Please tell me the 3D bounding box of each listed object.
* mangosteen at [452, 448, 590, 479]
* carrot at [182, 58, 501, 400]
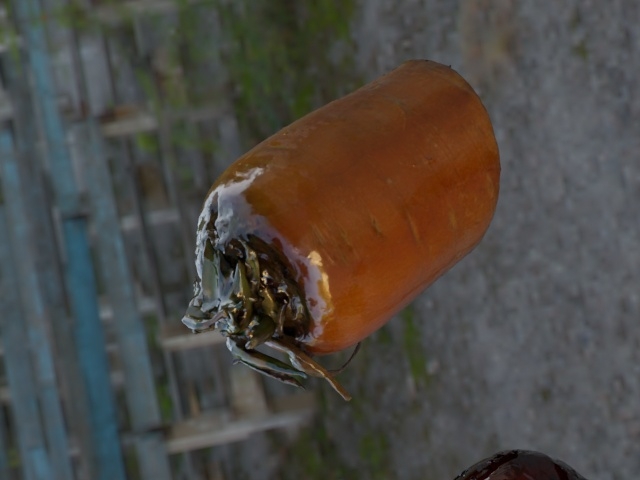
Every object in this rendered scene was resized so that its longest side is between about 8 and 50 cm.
[{"bbox_3d":[0.166,0.256,1.454,0.180,0.166,0.166,36,-146,-56],"label":"mangosteen"},{"bbox_3d":[0.000,0.000,1.565,0.193,0.331,0.214,27,133,34],"label":"carrot"}]
